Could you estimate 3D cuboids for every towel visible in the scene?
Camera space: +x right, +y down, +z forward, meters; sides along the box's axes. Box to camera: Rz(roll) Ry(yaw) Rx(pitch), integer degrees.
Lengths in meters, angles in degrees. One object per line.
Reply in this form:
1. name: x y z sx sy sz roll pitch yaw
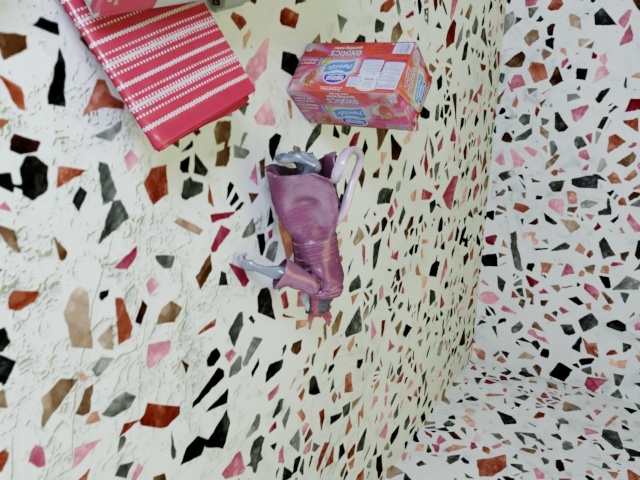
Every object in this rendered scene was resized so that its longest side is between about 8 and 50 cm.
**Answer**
1. towel: -0.224 -0.278 0.808 0.199 0.031 0.275 -42 110 -37

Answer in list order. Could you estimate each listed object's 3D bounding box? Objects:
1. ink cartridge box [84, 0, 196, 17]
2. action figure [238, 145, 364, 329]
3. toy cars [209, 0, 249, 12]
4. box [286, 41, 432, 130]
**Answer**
1. ink cartridge box: -0.110 -0.448 0.722 0.384 0.279 0.160 -29 87 -39
2. action figure: 0.000 0.000 1.193 0.248 0.275 0.370 -30 112 -60
3. toy cars: -0.166 -0.370 0.933 0.176 0.087 0.394 26 77 -60
4. box: 0.079 -0.315 1.202 0.122 0.256 0.128 47 60 -52
